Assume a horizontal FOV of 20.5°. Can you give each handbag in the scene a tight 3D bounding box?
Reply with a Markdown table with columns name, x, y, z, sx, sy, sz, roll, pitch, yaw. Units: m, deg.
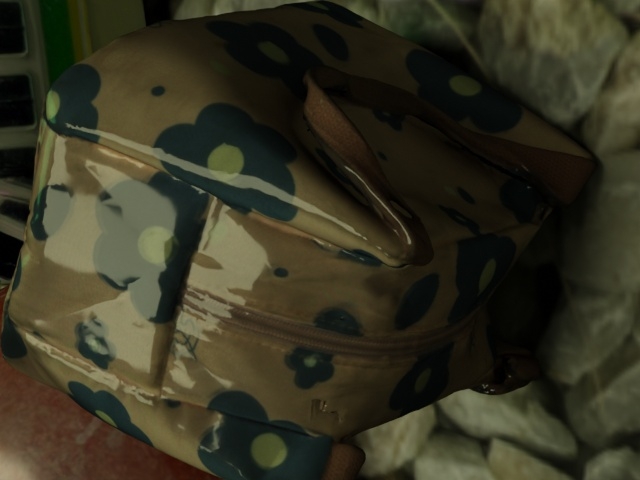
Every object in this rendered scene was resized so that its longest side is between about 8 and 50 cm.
| name | x | y | z | sx | sy | sz | roll | pitch | yaw |
| --- | --- | --- | --- | --- | --- | --- | --- | --- | --- |
| handbag | 0.000 | 0.000 | 0.845 | 0.193 | 0.251 | 0.190 | 29 | 117 | 26 |

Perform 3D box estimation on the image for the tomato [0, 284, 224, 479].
| name | x | y | z | sx | sy | sz | roll | pitch | yaw |
| --- | --- | --- | --- | --- | --- | --- | --- | --- | --- |
| tomato | -0.137 | 0.146 | 1.032 | 0.270 | 0.227 | 0.270 | 10 | 103 | 46 |

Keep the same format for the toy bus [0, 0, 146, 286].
| name | x | y | z | sx | sy | sz | roll | pitch | yaw |
| --- | --- | --- | --- | --- | --- | --- | --- | --- | --- |
| toy bus | -0.201 | -0.119 | 1.111 | 0.143 | 0.179 | 0.305 | -10 | 87 | 50 |
